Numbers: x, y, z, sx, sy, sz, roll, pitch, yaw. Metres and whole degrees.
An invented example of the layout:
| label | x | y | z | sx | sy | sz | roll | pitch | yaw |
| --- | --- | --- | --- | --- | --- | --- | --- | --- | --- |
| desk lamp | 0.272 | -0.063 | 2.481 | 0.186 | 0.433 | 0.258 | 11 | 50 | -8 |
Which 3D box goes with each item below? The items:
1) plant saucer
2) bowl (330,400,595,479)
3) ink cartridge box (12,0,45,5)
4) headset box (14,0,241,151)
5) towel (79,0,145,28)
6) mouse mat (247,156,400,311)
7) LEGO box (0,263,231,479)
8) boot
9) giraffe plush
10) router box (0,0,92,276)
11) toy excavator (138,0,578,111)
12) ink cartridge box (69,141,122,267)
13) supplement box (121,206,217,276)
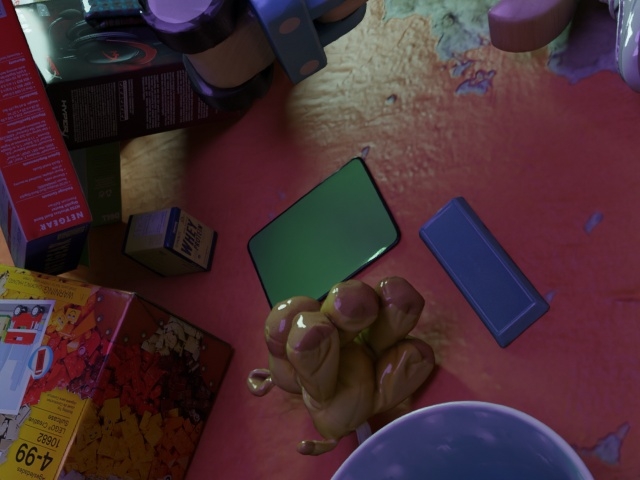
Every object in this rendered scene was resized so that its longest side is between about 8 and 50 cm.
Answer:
| label | x | y | z | sx | sy | sz | roll | pitch | yaw |
| --- | --- | --- | --- | --- | --- | --- | --- | --- | --- |
| plant saucer | 0.170 | 0.028 | 1.344 | 0.067 | 0.018 | 0.192 | -43 | 48 | 11 |
| bowl | 0.146 | 0.313 | 1.103 | 0.311 | 0.163 | 0.311 | -18 | 57 | 30 |
| ink cartridge box | -0.522 | -0.295 | 1.993 | 0.289 | 0.121 | 0.211 | -22 | 54 | 27 |
| headset box | -0.251 | -0.242 | 1.674 | 0.293 | 0.110 | 0.218 | -13 | 42 | -22 |
| towel | -0.223 | -0.422 | 1.762 | 0.271 | 0.040 | 0.370 | -7 | 47 | -13 |
| mouse mat | 0.000 | 0.000 | 1.500 | 0.190 | 0.007 | 0.152 | -37 | 49 | 15 |
| LEGO box | -0.401 | 0.232 | 1.555 | 0.500 | 0.193 | 0.372 | 8 | 71 | 40 |
| boot | 0.335 | -0.263 | 1.338 | 0.123 | 0.095 | 0.258 | -1 | 57 | 44 |
| giraffe plush | 0.006 | 0.124 | 1.346 | 0.170 | 0.181 | 0.210 | 30 | 121 | 54 |
| router box | -0.387 | -0.116 | 1.575 | 0.082 | 0.335 | 0.301 | -20 | 85 | -17 |
| toy excavator | 0.015 | -0.326 | 1.451 | 0.445 | 0.222 | 0.433 | -33 | 68 | 1 |
| ink cartridge box | -0.334 | -0.077 | 1.738 | 0.109 | 0.062 | 0.209 | 14 | 110 | 42 |
| supplement box | -0.194 | 0.003 | 1.596 | 0.083 | 0.083 | 0.056 | -8 | 62 | 36 |
